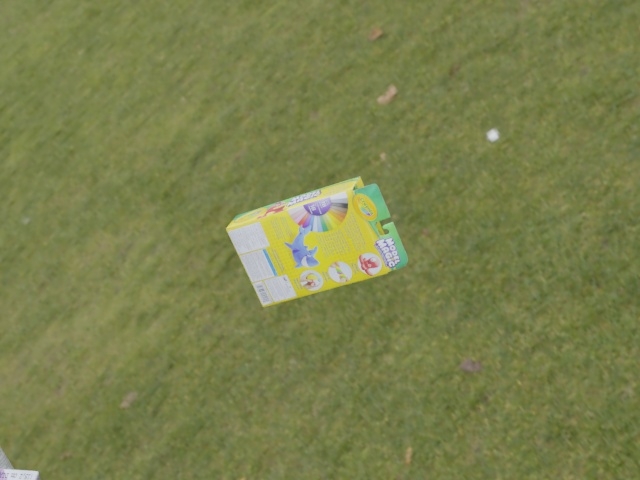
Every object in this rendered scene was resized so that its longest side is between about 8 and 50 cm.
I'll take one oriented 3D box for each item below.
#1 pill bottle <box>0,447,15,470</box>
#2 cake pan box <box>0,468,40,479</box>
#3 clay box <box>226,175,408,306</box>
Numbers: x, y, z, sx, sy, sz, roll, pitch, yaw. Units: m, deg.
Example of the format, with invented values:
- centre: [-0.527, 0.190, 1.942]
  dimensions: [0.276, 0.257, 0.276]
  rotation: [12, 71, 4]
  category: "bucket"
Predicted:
- centre: [-0.597, 0.454, 1.759]
  dimensions: [0.131, 0.229, 0.131]
  rotation: [-28, 7, 4]
  category: "pill bottle"
- centre: [-0.496, 0.388, 1.222]
  dimensions: [0.266, 0.070, 0.246]
  rotation: [4, 37, 3]
  category: "cake pan box"
- centre: [0.000, 0.000, 1.322]
  dimensions: [0.222, 0.127, 0.053]
  rotation: [-16, 20, 21]
  category: "clay box"
